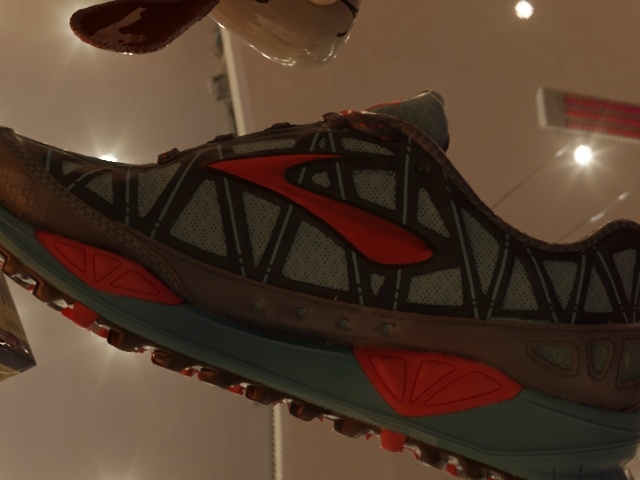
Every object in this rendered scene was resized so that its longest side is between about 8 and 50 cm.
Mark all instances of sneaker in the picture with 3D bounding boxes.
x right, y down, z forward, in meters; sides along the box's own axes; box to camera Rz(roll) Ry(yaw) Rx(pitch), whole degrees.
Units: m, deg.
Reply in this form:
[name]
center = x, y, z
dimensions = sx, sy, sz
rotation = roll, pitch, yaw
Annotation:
[sneaker]
center = 0.000, 0.000, 0.361
dimensions = 0.262, 0.104, 0.125
rotation = 21, -99, -3

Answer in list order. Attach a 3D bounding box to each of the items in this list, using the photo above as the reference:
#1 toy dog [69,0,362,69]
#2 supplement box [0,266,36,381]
[toy dog]
center = -0.120, -0.197, 0.494
dimensions = 0.334, 0.161, 0.220
rotation = -1, -91, -21
[supplement box]
center = -0.173, 0.025, 0.394
dimensions = 0.083, 0.056, 0.083
rotation = -25, -110, -2
